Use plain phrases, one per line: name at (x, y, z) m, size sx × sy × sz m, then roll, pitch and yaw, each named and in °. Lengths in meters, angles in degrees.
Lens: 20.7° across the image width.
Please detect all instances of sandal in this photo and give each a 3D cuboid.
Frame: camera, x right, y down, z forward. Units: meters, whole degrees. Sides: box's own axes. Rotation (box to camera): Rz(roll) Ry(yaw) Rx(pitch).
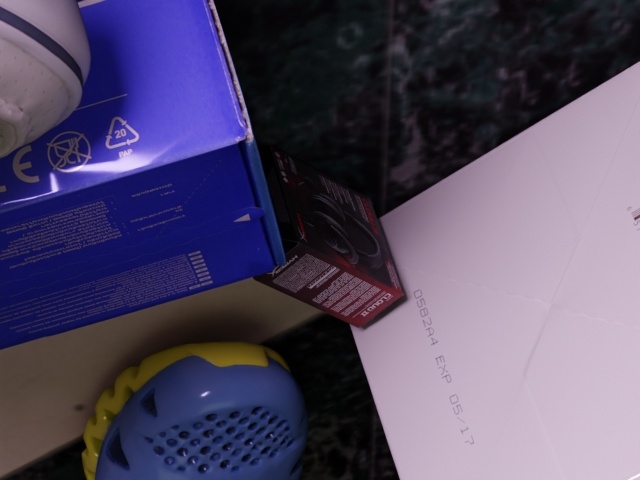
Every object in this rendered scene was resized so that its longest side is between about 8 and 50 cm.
sandal at (-0.074, 0.191, 0.955) m, size 0.126 × 0.138 × 0.317 m, roll 0°, pitch 128°, yaw -22°

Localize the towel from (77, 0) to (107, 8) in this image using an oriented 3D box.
towel at (-0.165, -0.118, 0.516) m, size 0.243 × 0.040 × 0.336 m, roll -26°, pitch 163°, yaw 34°

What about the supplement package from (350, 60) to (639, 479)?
supplement package at (0.171, 0.086, 0.886) m, size 0.198 × 0.199 × 0.262 m, roll -31°, pitch 140°, yaw 17°

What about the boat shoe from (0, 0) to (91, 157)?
boat shoe at (-0.202, -0.015, 0.466) m, size 0.136 × 0.156 × 0.367 m, roll -27°, pitch 162°, yaw 36°

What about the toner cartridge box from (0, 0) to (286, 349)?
toner cartridge box at (-0.194, 0.005, 0.699) m, size 0.347 × 0.075 × 0.165 m, roll -16°, pitch 164°, yaw -2°

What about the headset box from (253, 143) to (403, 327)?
headset box at (0.000, 0.000, 0.822) m, size 0.032 × 0.062 × 0.083 m, roll -39°, pitch 137°, yaw 26°
